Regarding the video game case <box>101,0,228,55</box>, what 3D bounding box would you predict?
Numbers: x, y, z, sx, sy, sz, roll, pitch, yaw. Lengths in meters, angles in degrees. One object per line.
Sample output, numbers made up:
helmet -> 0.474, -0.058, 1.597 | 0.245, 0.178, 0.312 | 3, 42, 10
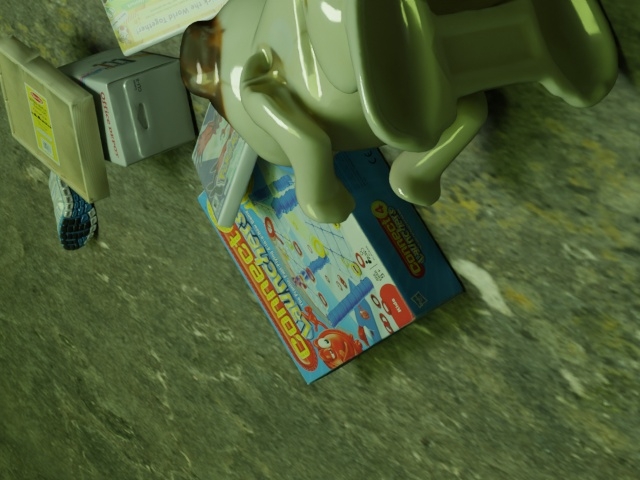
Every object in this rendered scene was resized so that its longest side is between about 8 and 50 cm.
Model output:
video game case -> -0.196, -0.366, 1.499 | 0.227, 0.026, 0.206 | -17, 100, 28

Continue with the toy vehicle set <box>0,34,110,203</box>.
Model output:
toy vehicle set -> -0.401, -0.182, 1.761 | 0.267, 0.035, 0.166 | 36, 140, 42

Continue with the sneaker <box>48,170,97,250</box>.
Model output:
sneaker -> -0.448, -0.075, 2.116 | 0.083, 0.071, 0.191 | 35, 130, 45

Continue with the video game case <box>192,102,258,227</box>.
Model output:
video game case -> -0.111, -0.147, 1.506 | 0.183, 0.023, 0.201 | -117, 42, -54

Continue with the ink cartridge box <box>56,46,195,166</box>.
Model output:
ink cartridge box -> -0.289, -0.199, 1.742 | 0.176, 0.127, 0.128 | 21, 128, 49

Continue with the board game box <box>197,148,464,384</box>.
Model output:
board game box -> 0.000, 0.000, 1.526 | 0.308, 0.086, 0.302 | 59, 147, 6

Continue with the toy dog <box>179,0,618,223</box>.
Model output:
toy dog -> 0.015, -0.205, 1.190 | 0.408, 0.284, 0.395 | -22, 94, 59
